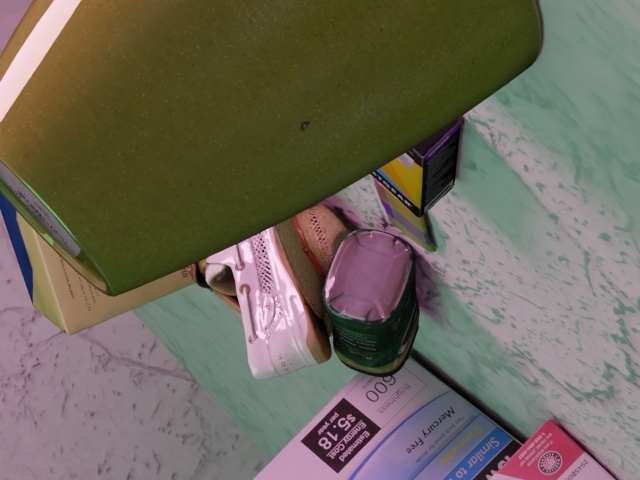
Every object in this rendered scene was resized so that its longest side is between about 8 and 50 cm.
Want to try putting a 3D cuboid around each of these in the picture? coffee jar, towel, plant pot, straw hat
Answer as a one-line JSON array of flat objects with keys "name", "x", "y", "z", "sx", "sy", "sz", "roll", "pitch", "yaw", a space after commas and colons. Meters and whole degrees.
[{"name": "coffee jar", "x": 0.051, "y": 0.065, "z": 1.759, "sx": 0.079, "sy": 0.096, "sz": 0.184, "roll": 17, "pitch": 160, "yaw": 12}, {"name": "towel", "x": 0.075, "y": -0.024, "z": 1.608, "sx": 0.060, "sy": 0.009, "sz": 0.083, "roll": 39, "pitch": 167, "yaw": 29}, {"name": "plant pot", "x": -0.064, "y": -0.111, "z": 1.117, "sx": 0.275, "sy": 0.293, "sz": 0.275, "roll": 44, "pitch": 168, "yaw": 12}, {"name": "straw hat", "x": 0.000, "y": 0.000, "z": 1.798, "sx": 0.144, "sy": 0.061, "sz": 0.144, "roll": -24, "pitch": -90, "yaw": -84}]

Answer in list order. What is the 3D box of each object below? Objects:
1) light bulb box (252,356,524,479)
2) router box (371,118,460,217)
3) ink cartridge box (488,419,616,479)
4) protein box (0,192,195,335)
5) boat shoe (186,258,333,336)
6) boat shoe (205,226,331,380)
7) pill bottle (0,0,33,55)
[{"name": "light bulb box", "x": 0.104, "y": 0.372, "z": 1.957, "sx": 0.361, "sy": 0.358, "sz": 0.225, "roll": 36, "pitch": 166, "yaw": 37}, {"name": "router box", "x": 0.028, "y": -0.111, "z": 1.397, "sx": 0.179, "sy": 0.046, "sz": 0.133, "roll": 43, "pitch": 167, "yaw": 15}, {"name": "ink cartridge box", "x": 0.241, "y": 0.305, "z": 1.743, "sx": 0.218, "sy": 0.158, "sz": 0.092, "roll": 44, "pitch": 167, "yaw": 12}, {"name": "protein box", "x": -0.249, "y": -0.030, "z": 2.106, "sx": 0.136, "sy": 0.201, "sz": 0.199, "roll": 26, "pitch": 135, "yaw": 61}, {"name": "boat shoe", "x": -0.099, "y": -0.005, "z": 1.954, "sx": 0.307, "sy": 0.104, "sz": 0.110, "roll": 37, "pitch": 126, "yaw": 4}, {"name": "boat shoe", "x": -0.074, "y": 0.018, "z": 1.844, "sx": 0.098, "sy": 0.096, "sz": 0.277, "roll": 58, "pitch": -170, "yaw": -53}, {"name": "pill bottle", "x": -0.381, "y": -0.301, "z": 1.892, "sx": 0.301, "sy": 0.169, "sz": 0.169, "roll": 31, "pitch": 160, "yaw": 53}]
